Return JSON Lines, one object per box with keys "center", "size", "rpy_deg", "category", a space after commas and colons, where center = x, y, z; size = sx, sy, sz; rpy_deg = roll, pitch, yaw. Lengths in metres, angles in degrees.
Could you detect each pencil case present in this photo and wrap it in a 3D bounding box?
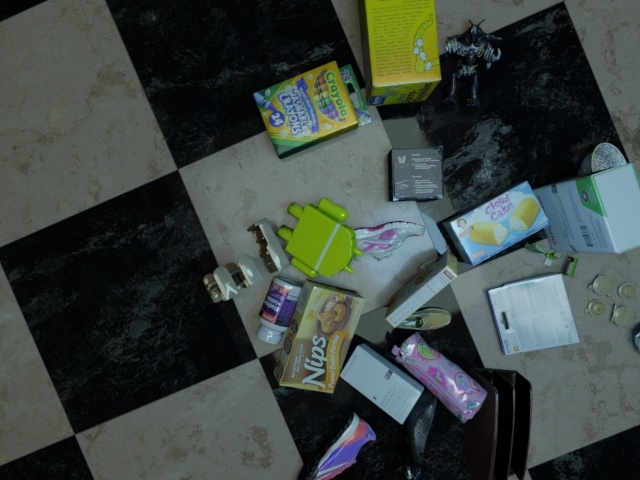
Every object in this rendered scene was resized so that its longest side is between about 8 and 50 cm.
{"center": [0.347, 0.399, 1.242], "size": [0.284, 0.124, 0.124], "rpy_deg": [40, 92, 27], "category": "pencil case"}

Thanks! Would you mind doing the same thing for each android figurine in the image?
{"center": [0.000, 0.000, 1.281], "size": [0.272, 0.056, 0.248], "rpy_deg": [30, 108, 17], "category": "android figurine"}

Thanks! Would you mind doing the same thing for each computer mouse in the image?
{"center": [0.294, 0.578, 1.287], "size": [0.072, 0.188, 0.272], "rpy_deg": [16, 82, 13], "category": "computer mouse"}

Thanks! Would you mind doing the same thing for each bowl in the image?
{"center": [0.844, -0.203, 1.270], "size": [0.170, 0.080, 0.170], "rpy_deg": [3, 82, -23], "category": "bowl"}

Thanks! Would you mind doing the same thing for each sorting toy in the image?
{"center": [0.362, 0.093, 1.324], "size": [0.075, 0.045, 0.083], "rpy_deg": [-41, 90, -5], "category": "sorting toy"}

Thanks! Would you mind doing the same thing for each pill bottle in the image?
{"center": [-0.130, 0.217, 1.304], "size": [0.108, 0.108, 0.194], "rpy_deg": [21, 92, 1], "category": "pill bottle"}

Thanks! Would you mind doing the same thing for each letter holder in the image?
{"center": [0.541, 0.563, 1.243], "size": [0.151, 0.214, 0.302], "rpy_deg": [5, 91, 1], "category": "letter holder"}

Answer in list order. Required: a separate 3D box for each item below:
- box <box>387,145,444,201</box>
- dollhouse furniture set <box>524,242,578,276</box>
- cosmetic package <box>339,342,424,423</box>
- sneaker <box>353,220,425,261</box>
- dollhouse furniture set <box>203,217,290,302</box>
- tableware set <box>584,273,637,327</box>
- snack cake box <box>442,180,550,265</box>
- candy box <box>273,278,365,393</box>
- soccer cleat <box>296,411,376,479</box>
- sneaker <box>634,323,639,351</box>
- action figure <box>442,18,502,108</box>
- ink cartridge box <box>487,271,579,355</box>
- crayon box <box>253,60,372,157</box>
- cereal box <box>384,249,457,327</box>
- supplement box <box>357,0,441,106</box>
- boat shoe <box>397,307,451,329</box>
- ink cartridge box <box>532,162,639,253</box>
{"center": [0.291, -0.202, 1.290], "size": [0.155, 0.093, 0.159], "rpy_deg": [-2, 92, 2], "category": "box"}
{"center": [0.707, 0.058, 1.295], "size": [0.151, 0.076, 0.059], "rpy_deg": [19, 94, 0], "category": "dollhouse furniture set"}
{"center": [0.186, 0.431, 1.277], "size": [0.231, 0.085, 0.117], "rpy_deg": [31, 94, 20], "category": "cosmetic package"}
{"center": [0.201, 0.003, 1.301], "size": [0.252, 0.103, 0.111], "rpy_deg": [-11, 92, 10], "category": "sneaker"}
{"center": [-0.242, 0.061, 1.259], "size": [0.242, 0.212, 0.161], "rpy_deg": [-28, 93, -24], "category": "dollhouse furniture set"}
{"center": [0.922, 0.190, 1.321], "size": [0.168, 0.020, 0.141], "rpy_deg": [17, 93, 1], "category": "tableware set"}
{"center": [0.537, -0.053, 1.290], "size": [0.264, 0.089, 0.152], "rpy_deg": [-29, 91, 2], "category": "snack cake box"}
{"center": [-0.004, 0.294, 1.277], "size": [0.182, 0.087, 0.317], "rpy_deg": [17, 96, -22], "category": "candy box"}
{"center": [0.042, 0.696, 1.317], "size": [0.116, 0.108, 0.318], "rpy_deg": [39, 90, -4], "category": "soccer cleat"}
{"center": [1.109, 0.273, 1.293], "size": [0.275, 0.107, 0.110], "rpy_deg": [-25, 110, 7], "category": "sneaker"}
{"center": [0.452, -0.547, 1.256], "size": [0.163, 0.141, 0.276], "rpy_deg": [9, 93, 13], "category": "action figure"}
{"center": [0.659, 0.230, 1.309], "size": [0.223, 0.045, 0.224], "rpy_deg": [-14, 91, 13], "category": "ink cartridge box"}
{"center": [-0.019, -0.411, 1.298], "size": [0.322, 0.083, 0.203], "rpy_deg": [-22, 91, 2], "category": "crayon box"}
{"center": [0.297, 0.138, 1.225], "size": [0.047, 0.173, 0.240], "rpy_deg": [45, 111, 2], "category": "cereal box"}
{"center": [0.223, -0.607, 1.231], "size": [0.195, 0.194, 0.357], "rpy_deg": [-5, 92, 2], "category": "supplement box"}
{"center": [0.320, 0.255, 1.311], "size": [0.189, 0.072, 0.068], "rpy_deg": [-7, 91, 1], "category": "boat shoe"}
{"center": [0.757, -0.083, 1.185], "size": [0.121, 0.289, 0.211], "rpy_deg": [-19, 91, -1], "category": "ink cartridge box"}
